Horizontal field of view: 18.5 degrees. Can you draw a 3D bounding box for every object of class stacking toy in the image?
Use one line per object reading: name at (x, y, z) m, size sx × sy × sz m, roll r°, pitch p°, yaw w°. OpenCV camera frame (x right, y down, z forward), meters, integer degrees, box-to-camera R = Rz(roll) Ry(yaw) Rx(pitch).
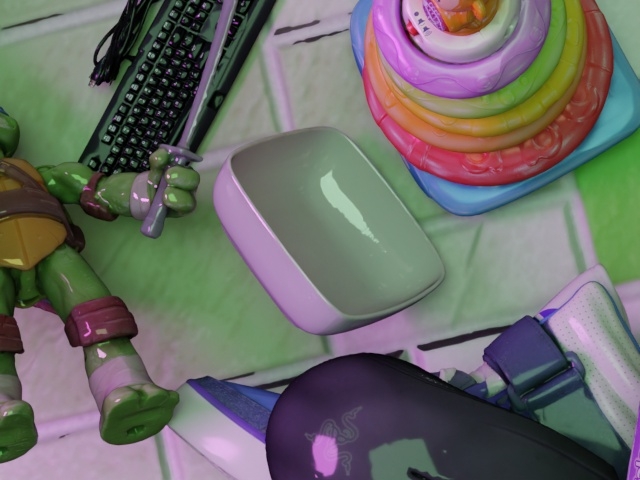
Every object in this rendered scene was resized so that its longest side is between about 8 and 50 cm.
stacking toy at (0.092, -0.130, 1.186) m, size 0.166 × 0.302 × 0.175 m, roll -27°, pitch 79°, yaw 5°

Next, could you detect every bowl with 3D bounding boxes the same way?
bowl at (0.000, 0.000, 1.279) m, size 0.142 × 0.142 × 0.053 m, roll 52°, pitch 126°, yaw 13°

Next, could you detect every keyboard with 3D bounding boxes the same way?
keyboard at (-0.113, -0.118, 1.356) m, size 0.100 × 0.038 × 0.192 m, roll 27°, pitch 87°, yaw 12°

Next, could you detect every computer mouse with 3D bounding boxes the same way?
computer mouse at (0.095, 0.145, 1.142) m, size 0.272 × 0.072 × 0.188 m, roll 20°, pitch 85°, yaw 8°

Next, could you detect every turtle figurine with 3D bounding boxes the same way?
turtle figurine at (-0.176, -0.015, 1.226) m, size 0.275 × 0.198 × 0.266 m, roll -34°, pitch 59°, yaw 29°

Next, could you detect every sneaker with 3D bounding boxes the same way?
sneaker at (0.087, 0.102, 1.255) m, size 0.323 × 0.130 × 0.236 m, roll 28°, pitch 80°, yaw 16°

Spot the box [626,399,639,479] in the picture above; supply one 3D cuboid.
box at (0.309, 0.105, 1.148) m, size 0.293 × 0.057 × 0.200 m, roll 14°, pitch 82°, yaw -33°
